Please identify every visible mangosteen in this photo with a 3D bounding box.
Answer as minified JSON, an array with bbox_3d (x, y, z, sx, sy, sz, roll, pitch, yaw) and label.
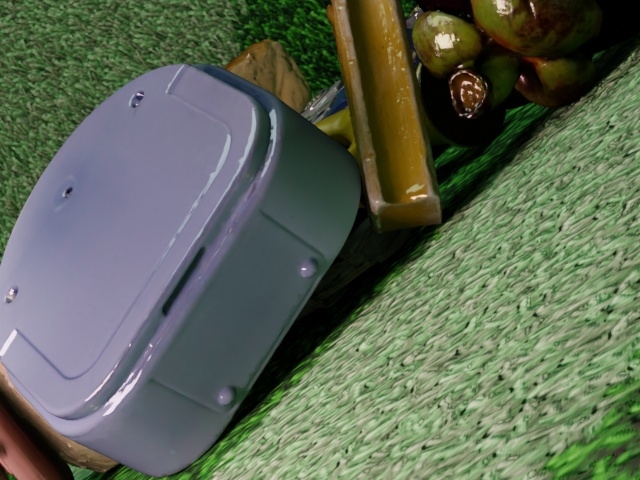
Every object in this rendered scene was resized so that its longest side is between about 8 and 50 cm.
[{"bbox_3d":[0.204,-0.280,1.723,0.311,0.311,0.311,-42,5,5],"label":"mangosteen"}]

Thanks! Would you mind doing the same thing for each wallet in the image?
[{"bbox_3d":[0.002,0.026,1.853,0.231,0.069,0.170,-36,3,42],"label":"wallet"}]

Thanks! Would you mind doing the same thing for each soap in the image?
[{"bbox_3d":[0.062,-0.120,1.739,0.073,0.232,0.140,-11,-20,2],"label":"soap"}]

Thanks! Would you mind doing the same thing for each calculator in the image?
[{"bbox_3d":[-0.350,0.219,2.049,0.048,0.220,0.330,-38,2,-6],"label":"calculator"}]

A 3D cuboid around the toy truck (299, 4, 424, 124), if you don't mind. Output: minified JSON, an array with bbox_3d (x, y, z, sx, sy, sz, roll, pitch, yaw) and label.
[{"bbox_3d":[0.105,-0.190,2.411,0.367,0.146,0.175,-39,11,34],"label":"toy truck"}]

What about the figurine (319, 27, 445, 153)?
[{"bbox_3d":[0.094,-0.132,2.256,0.262,0.121,0.164,-48,36,42],"label":"figurine"}]

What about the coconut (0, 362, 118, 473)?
[{"bbox_3d":[-0.235,0.093,2.045,0.297,0.254,0.297,-40,6,5],"label":"coconut"}]

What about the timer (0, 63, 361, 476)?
[{"bbox_3d":[-0.152,0.013,1.761,0.395,0.173,0.395,-30,44,34],"label":"timer"}]

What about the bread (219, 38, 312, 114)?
[{"bbox_3d":[-0.176,-0.062,2.732,0.371,0.279,0.390,-35,9,44],"label":"bread"}]

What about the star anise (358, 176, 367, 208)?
[{"bbox_3d":[0.061,-0.052,2.108,0.212,0.053,0.157,-40,6,36],"label":"star anise"}]

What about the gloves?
[{"bbox_3d":[0.070,-0.116,2.042,0.133,0.116,0.294,9,-21,-34],"label":"gloves"}]

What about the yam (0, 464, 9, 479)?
[{"bbox_3d":[-0.362,0.281,1.965,0.071,0.067,0.317,-38,24,-8],"label":"yam"}]
